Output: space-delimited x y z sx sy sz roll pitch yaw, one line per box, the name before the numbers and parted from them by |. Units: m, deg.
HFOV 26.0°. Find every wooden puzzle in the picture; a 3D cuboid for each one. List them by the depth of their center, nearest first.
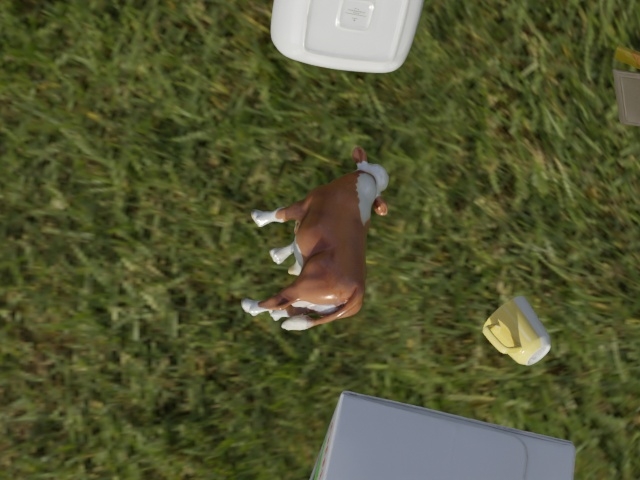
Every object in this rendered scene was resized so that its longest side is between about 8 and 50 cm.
wooden puzzle | 0.332 -0.143 1.401 0.078 0.116 0.014 22 52 31

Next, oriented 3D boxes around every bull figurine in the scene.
bull figurine | 0.000 0.000 1.909 0.188 0.310 0.101 -21 124 22

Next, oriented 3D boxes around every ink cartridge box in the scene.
ink cartridge box | 0.074 0.283 1.147 0.197 0.270 0.198 14 58 -1

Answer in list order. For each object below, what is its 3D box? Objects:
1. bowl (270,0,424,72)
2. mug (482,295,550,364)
bowl | 0.031 -0.221 1.298 0.142 0.053 0.142 6 120 -13
mug | 0.222 0.111 1.574 0.078 0.062 0.064 -29 63 -20
